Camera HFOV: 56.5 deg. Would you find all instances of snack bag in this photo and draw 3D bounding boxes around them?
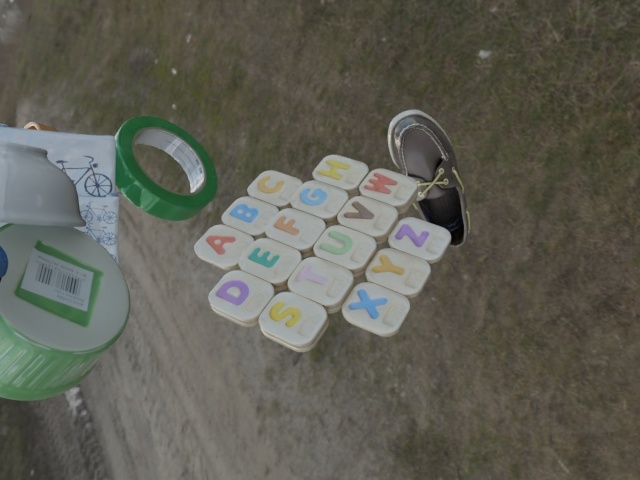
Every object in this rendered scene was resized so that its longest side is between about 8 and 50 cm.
[{"bbox_3d":[-0.631,-0.103,1.384,0.037,0.323,0.342,159,112,-65],"label":"snack bag"}]

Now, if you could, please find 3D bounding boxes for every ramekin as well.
[{"bbox_3d":[-0.487,0.108,1.039,0.148,0.303,0.303,-37,49,29],"label":"ramekin"}]

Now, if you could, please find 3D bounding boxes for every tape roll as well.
[{"bbox_3d":[-0.449,-0.209,1.710,0.077,0.321,0.321,-37,49,34],"label":"tape roll"}]

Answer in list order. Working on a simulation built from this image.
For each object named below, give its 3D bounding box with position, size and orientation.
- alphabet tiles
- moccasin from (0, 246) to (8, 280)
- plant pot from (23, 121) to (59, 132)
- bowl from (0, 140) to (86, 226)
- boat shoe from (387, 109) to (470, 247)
[{"bbox_3d":[0.000,0.000,0.722,0.278,0.021,0.284,21,55,24],"label":"alphabet tiles"},{"bbox_3d":[-0.587,0.008,0.764,0.138,0.342,0.116,-32,-34,-80],"label":"moccasin"},{"bbox_3d":[-0.732,-0.171,1.685,0.291,0.204,0.290,-7,81,46],"label":"plant pot"},{"bbox_3d":[-0.565,-0.104,1.050,0.298,0.298,0.134,10,94,55],"label":"bowl"},{"bbox_3d":[0.224,-0.113,1.179,0.117,0.324,0.096,-21,43,11],"label":"boat shoe"}]
